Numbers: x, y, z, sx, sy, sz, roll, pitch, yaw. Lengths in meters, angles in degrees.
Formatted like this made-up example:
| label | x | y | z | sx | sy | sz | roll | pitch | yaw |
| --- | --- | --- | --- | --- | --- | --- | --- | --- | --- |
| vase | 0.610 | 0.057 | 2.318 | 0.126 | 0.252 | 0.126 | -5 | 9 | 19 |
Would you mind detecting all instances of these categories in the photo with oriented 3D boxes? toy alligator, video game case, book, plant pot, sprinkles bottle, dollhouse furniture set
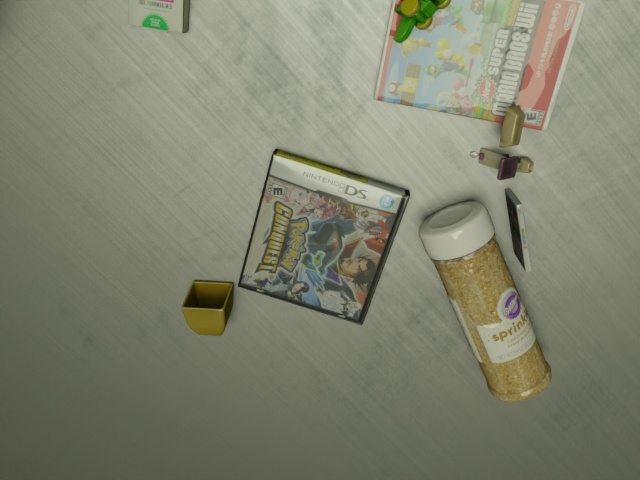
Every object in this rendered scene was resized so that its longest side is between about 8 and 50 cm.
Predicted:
| label | x | y | z | sx | sy | sz | roll | pitch | yaw |
| --- | --- | --- | --- | --- | --- | --- | --- | --- | --- |
| toy alligator | 0.167 | -0.376 | 0.895 | 0.190 | 0.056 | 0.051 | -46 | 60 | 21 |
| video game case | 0.000 | 0.000 | 1.106 | 0.248 | 0.035 | 0.275 | 17 | 113 | -1 |
| book | -0.256 | -0.412 | 0.970 | 0.096 | 0.035 | 0.144 | 11 | 115 | 7 |
| plant pot | -0.211 | 0.136 | 1.168 | 0.081 | 0.081 | 0.083 | 3 | 125 | 6 |
| sprinkles bottle | 0.292 | 0.110 | 1.070 | 0.121 | 0.121 | 0.355 | -22 | 109 | 15 |
| video game case | 0.333 | -0.018 | 1.028 | 0.011 | 0.087 | 0.122 | -12 | 111 | 9 |
| video game case | 0.242 | -0.297 | 0.958 | 0.285 | 0.025 | 0.204 | 11 | 114 | 3 |
| dollhouse furniture set | 0.299 | -0.169 | 0.998 | 0.091 | 0.081 | 0.114 | -14 | 120 | -35 |
